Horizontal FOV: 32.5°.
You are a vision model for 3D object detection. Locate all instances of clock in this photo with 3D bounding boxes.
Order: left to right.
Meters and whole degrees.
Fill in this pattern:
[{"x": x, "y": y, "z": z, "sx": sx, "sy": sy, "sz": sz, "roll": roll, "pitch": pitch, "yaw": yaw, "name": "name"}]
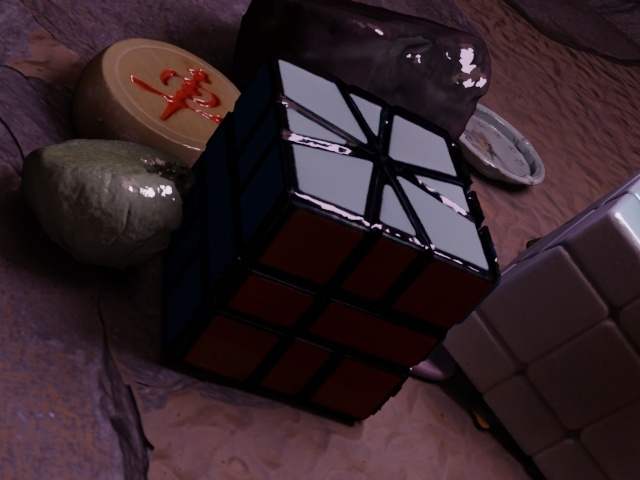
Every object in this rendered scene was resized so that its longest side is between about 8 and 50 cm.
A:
[{"x": 0.309, "y": -0.174, "z": 2.026, "sx": 0.236, "sy": 0.053, "sz": 0.236, "roll": 28, "pitch": 32, "yaw": -19, "name": "clock"}]

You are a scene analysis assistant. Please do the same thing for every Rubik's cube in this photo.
[{"x": 0.000, "y": 0.000, "z": 1.288, "sx": 0.293, "sy": 0.283, "sz": 0.288, "roll": 25, "pitch": 33, "yaw": -24, "name": "Rubik's cube"}, {"x": 0.409, "y": 0.115, "z": 1.455, "sx": 0.316, "sy": 0.319, "sz": 0.322, "roll": 53, "pitch": 37, "yaw": 2, "name": "Rubik's cube"}]

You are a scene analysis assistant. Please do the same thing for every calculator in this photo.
[{"x": 0.111, "y": 0.132, "z": 1.470, "sx": 0.166, "sy": 0.024, "sz": 0.103, "roll": 29, "pitch": 33, "yaw": -12, "name": "calculator"}]

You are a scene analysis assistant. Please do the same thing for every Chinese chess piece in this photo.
[{"x": -0.206, "y": -0.163, "z": 1.469, "sx": 0.251, "sy": 0.097, "sz": 0.251, "roll": 25, "pitch": 35, "yaw": -18, "name": "Chinese chess piece"}]

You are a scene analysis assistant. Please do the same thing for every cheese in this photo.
[{"x": 0.247, "y": 0.239, "z": 1.474, "sx": 0.111, "sy": 0.017, "sz": 0.047, "roll": 10, "pitch": 38, "yaw": -36, "name": "cheese"}]

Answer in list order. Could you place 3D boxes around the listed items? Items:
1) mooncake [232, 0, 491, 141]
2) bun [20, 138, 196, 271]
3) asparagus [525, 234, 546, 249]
[{"x": 0.049, "y": -0.266, "z": 1.690, "sx": 0.381, "sy": 0.212, "sz": 0.350, "roll": 7, "pitch": 23, "yaw": -32, "name": "mooncake"}, {"x": -0.236, "y": -0.039, "z": 1.254, "sx": 0.204, "sy": 0.126, "sz": 0.212, "roll": 21, "pitch": 19, "yaw": 25, "name": "bun"}, {"x": 0.394, "y": 0.077, "z": 1.807, "sx": 0.045, "sy": 0.041, "sz": 0.178, "roll": -18, "pitch": 71, "yaw": -13, "name": "asparagus"}]
